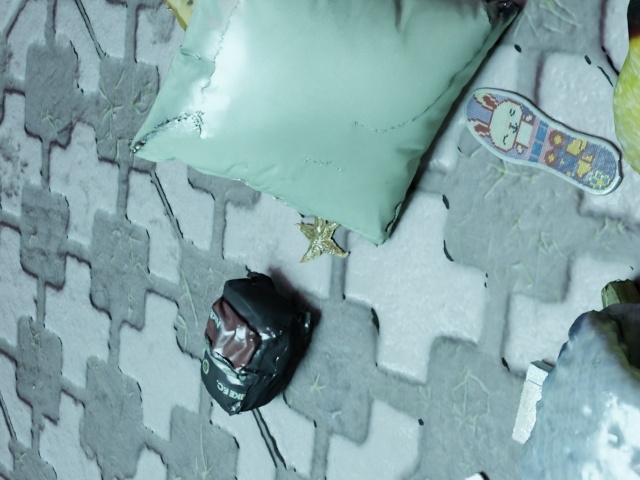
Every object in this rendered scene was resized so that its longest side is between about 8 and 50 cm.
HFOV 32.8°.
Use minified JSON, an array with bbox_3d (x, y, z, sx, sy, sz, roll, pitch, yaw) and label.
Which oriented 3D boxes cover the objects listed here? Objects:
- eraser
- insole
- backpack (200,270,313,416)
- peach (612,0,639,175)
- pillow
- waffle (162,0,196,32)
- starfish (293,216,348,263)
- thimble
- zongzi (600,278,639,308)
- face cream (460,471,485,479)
[{"bbox_3d":[0.211,0.161,1.053,0.038,0.019,0.083,28,115,45],"label":"eraser"},{"bbox_3d":[0.207,-0.095,1.039,0.197,0.004,0.065,35,119,41],"label":"insole"},{"bbox_3d":[-0.089,0.133,1.322,0.120,0.105,0.165,39,120,35],"label":"backpack"},{"bbox_3d":[0.356,-0.027,0.637,0.416,0.353,0.339,16,140,34],"label":"peach"},{"bbox_3d":[-0.009,-0.159,1.097,0.119,0.310,0.312,-77,11,-54],"label":"pillow"},{"bbox_3d":[-0.027,-0.337,1.189,0.376,0.114,0.261,-52,57,38],"label":"waffle"},{"bbox_3d":[0.000,0.000,1.276,0.092,0.016,0.086,38,124,36],"label":"starfish"},{"bbox_3d":[0.283,0.166,0.823,0.245,0.217,0.157,32,119,25],"label":"thimble"},{"bbox_3d":[0.267,0.083,0.976,0.083,0.040,0.076,116,139,-54],"label":"zongzi"},{"bbox_3d":[0.099,0.372,1.167,0.274,0.096,0.154,-36,64,30],"label":"face cream"}]
